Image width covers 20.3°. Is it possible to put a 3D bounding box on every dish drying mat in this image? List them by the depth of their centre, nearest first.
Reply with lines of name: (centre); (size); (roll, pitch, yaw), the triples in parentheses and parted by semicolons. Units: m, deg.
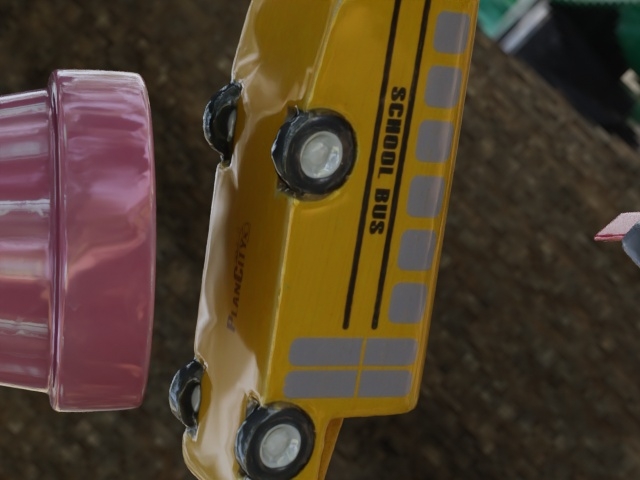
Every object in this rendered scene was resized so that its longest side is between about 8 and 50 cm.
dish drying mat: (0.226, -0.010, 1.285); (0.032, 0.008, 0.083); (-39, 8, -12)

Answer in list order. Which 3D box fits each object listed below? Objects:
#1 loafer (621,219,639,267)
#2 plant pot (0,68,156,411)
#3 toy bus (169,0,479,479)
loafer: (0.326, 0.063, 1.105); (0.095, 0.302, 0.109); (-52, -20, 9)
plant pot: (-0.193, 0.001, 1.026); (0.201, 0.180, 0.201); (179, 90, -78)
toy bus: (0.000, 0.000, 1.098); (0.108, 0.130, 0.332); (27, 113, 56)
